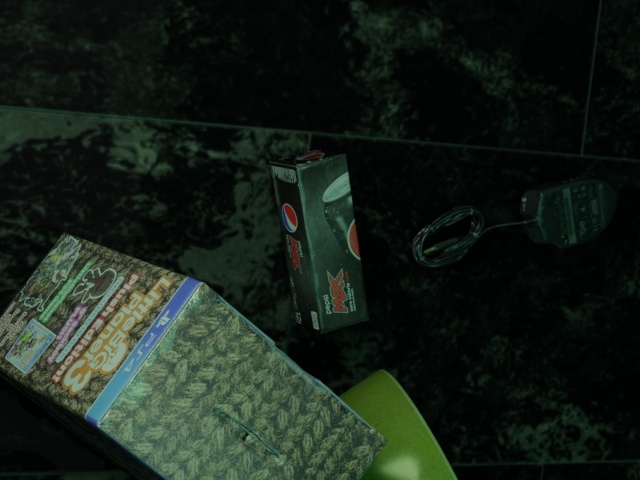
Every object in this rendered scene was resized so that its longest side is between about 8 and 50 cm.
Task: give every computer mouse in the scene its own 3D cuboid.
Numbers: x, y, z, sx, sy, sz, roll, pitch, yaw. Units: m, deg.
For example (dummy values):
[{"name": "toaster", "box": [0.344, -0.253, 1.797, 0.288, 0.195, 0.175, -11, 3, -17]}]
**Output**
[{"name": "computer mouse", "box": [0.199, -0.019, 1.916, 0.242, 0.041, 0.071, -12, 106, -21]}]

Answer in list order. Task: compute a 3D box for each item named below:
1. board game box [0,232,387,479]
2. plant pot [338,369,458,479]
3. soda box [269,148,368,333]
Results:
[{"name": "board game box", "box": [-0.127, 0.134, 1.598, 0.232, 0.291, 0.141, 42, 77, -28]}, {"name": "plant pot", "box": [-0.013, 0.306, 1.733, 0.293, 0.275, 0.275, -25, 111, -8]}, {"name": "soda box", "box": [0.000, 0.000, 1.788, 0.060, 0.053, 0.169, -16, 106, -27]}]
